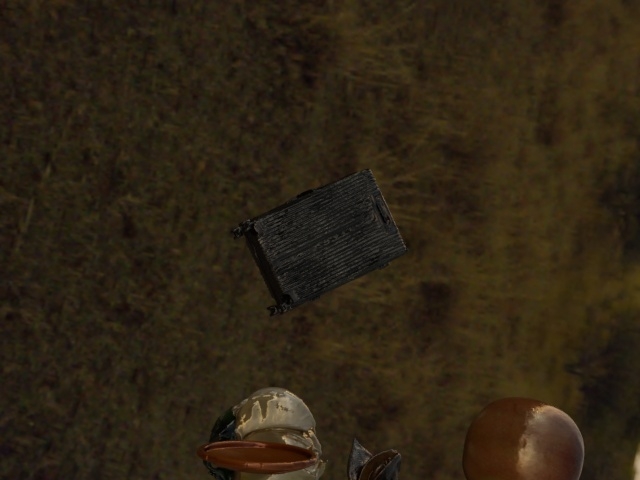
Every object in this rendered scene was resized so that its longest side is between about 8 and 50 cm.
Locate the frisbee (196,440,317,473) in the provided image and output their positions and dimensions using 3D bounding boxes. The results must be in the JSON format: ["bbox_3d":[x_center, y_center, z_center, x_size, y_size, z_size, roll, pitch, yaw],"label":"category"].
[{"bbox_3d":[-0.101,0.349,1.459,0.192,0.192,0.035,12,82,-71],"label":"frisbee"}]

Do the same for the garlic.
[{"bbox_3d":[-0.084,0.467,2.005,0.185,0.203,0.281,72,17,-73],"label":"garlic"}]

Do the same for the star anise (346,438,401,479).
[{"bbox_3d":[0.110,0.655,2.302,0.108,0.315,0.315,12,90,-37],"label":"star anise"}]

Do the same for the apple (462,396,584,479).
[{"bbox_3d":[0.392,0.419,1.817,0.253,0.253,0.253,12,90,-71],"label":"apple"}]

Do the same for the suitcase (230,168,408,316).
[{"bbox_3d":[0.000,0.000,2.077,0.229,0.335,0.152,65,-15,-1],"label":"suitcase"}]

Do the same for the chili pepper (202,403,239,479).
[{"bbox_3d":[-0.209,0.505,2.271,0.148,0.116,0.264,-37,134,-34],"label":"chili pepper"}]
